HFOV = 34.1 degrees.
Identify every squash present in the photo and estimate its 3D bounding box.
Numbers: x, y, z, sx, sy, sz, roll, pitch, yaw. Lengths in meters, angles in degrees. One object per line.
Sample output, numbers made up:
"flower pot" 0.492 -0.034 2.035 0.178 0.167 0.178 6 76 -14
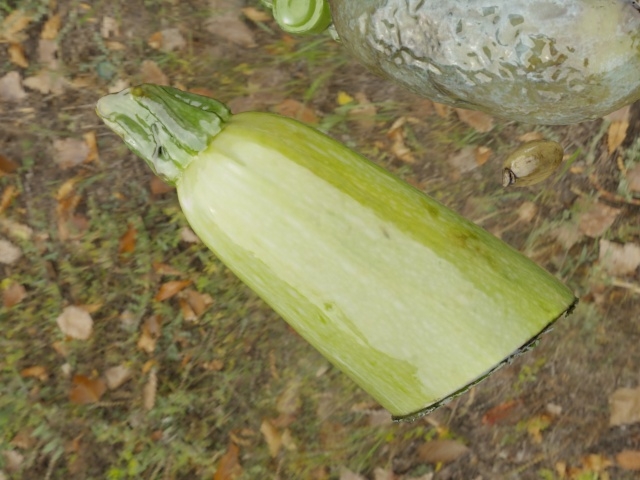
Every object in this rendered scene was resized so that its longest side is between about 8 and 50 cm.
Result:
"squash" 0.005 0.005 0.580 0.287 0.137 0.137 35 112 -22

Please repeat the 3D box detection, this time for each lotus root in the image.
"lotus root" 0.327 -0.122 1.599 0.063 0.152 0.072 47 138 24
"lotus root" 0.134 -0.185 0.849 0.350 0.175 0.175 15 106 33

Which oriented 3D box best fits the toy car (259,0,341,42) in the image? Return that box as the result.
"toy car" -0.005 -0.345 1.157 0.235 0.145 0.235 3 96 31
